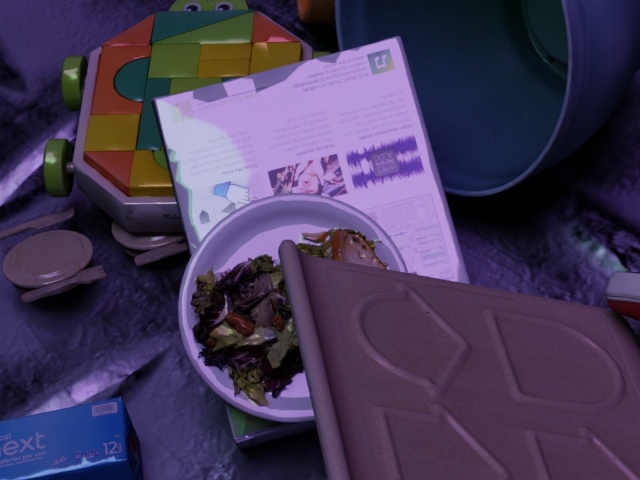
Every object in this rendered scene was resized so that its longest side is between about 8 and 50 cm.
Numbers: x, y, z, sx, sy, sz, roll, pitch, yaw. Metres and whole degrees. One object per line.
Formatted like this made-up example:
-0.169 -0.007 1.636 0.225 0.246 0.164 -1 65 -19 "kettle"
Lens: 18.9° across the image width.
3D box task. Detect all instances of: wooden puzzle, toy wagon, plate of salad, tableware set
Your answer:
0.133 0.153 1.491 0.348 0.080 0.322 14 34 -21 "wooden puzzle"
-0.121 -0.145 1.865 0.267 0.068 0.344 0 48 4 "toy wagon"
-0.022 0.053 1.615 0.200 0.048 0.199 -1 76 3 "plate of salad"
-0.200 0.010 1.798 0.194 0.039 0.128 -19 36 -11 "tableware set"

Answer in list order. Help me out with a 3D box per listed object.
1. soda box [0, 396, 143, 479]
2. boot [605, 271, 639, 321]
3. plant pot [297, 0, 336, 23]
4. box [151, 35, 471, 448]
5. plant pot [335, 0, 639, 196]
-0.261 0.199 1.642 0.210 0.071 0.067 -11 51 3 "soda box"
0.324 0.123 1.561 0.088 0.176 0.244 -2 14 -45 "boot"
0.079 -0.314 1.909 0.188 0.205 0.205 2 52 -6 "plant pot"
0.000 0.000 1.683 0.232 0.058 0.322 -14 73 0 "box"
0.183 -0.203 1.762 0.196 0.293 0.293 -17 45 -38 "plant pot"
